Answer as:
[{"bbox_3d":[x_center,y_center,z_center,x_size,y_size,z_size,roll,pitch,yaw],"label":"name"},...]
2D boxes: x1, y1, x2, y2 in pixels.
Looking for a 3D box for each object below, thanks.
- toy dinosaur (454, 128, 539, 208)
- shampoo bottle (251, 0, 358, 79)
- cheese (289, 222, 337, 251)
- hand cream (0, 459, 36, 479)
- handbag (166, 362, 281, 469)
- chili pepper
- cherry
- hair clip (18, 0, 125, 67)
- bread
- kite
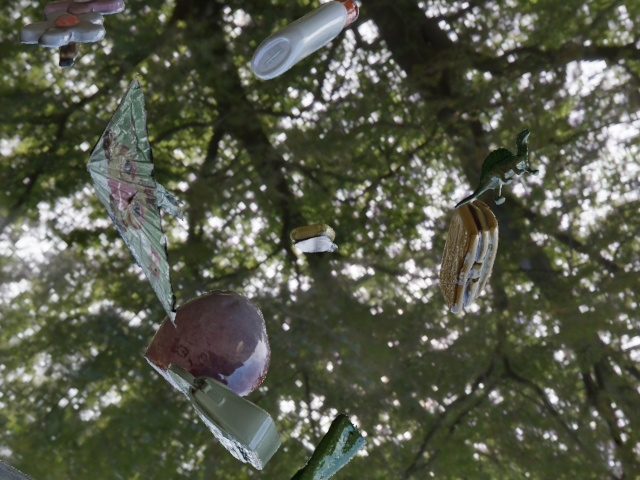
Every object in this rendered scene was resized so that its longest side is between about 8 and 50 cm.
[{"bbox_3d":[0.204,-0.077,0.950,0.119,0.029,0.060,-39,-132,20],"label":"toy dinosaur"},{"bbox_3d":[-0.011,-0.302,1.180,0.108,0.051,0.221,-33,-172,43],"label":"shampoo bottle"},{"bbox_3d":[0.000,0.001,1.698,0.086,0.162,0.036,-15,-108,16],"label":"cheese"},{"bbox_3d":[-0.467,0.369,1.233,0.043,0.210,0.067,-21,-134,19],"label":"hand cream"},{"bbox_3d":[-0.177,0.301,1.427,0.219,0.256,0.079,32,-110,16],"label":"handbag"},{"bbox_3d":[-0.049,0.450,1.383,0.359,0.085,0.076,-49,-149,-23],"label":"chili pepper"},{"bbox_3d":[-0.225,0.218,1.695,0.206,0.239,0.239,-17,-142,45],"label":"cherry"},{"bbox_3d":[-0.420,-0.378,1.409,0.146,0.075,0.257,-5,-139,10],"label":"hair clip"},{"bbox_3d":[0.272,0.031,1.511,0.077,0.201,0.116,-2,-145,-14],"label":"bread"},{"bbox_3d":[-0.210,-0.055,0.947,0.013,0.268,0.323,-12,-98,11],"label":"kite"}]
